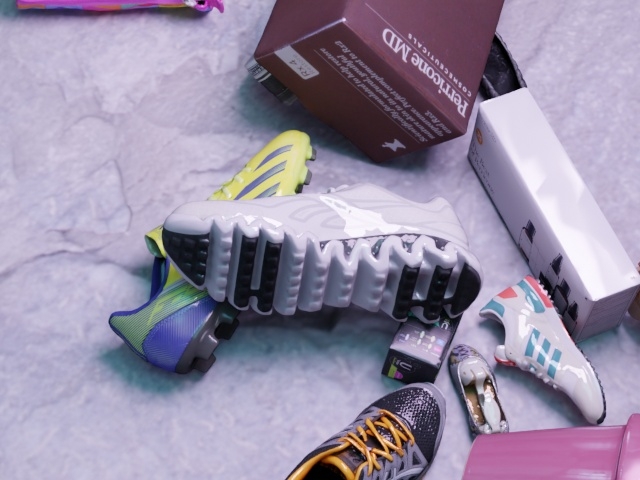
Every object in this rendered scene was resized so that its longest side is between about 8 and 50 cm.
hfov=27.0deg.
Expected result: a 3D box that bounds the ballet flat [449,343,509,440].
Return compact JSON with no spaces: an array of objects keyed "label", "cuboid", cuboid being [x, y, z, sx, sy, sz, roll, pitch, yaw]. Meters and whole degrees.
[{"label":"ballet flat","cuboid":[0.151,0.142,1.251,0.041,0.041,0.114,-11,61,-10]}]

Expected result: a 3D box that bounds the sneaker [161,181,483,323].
[{"label":"sneaker","cuboid":[0.000,0.000,1.219,0.292,0.110,0.118,7,47,-12]}]

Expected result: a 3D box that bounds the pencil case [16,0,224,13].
[{"label":"pencil case","cuboid":[-0.222,-0.295,1.441,0.237,0.104,0.104,0,60,-2]}]

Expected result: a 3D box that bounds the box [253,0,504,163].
[{"label":"box","cuboid":[0.090,-0.294,1.391,0.191,0.143,0.381,38,57,-31]}]

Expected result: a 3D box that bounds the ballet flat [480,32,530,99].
[{"label":"ballet flat","cuboid":[0.190,-0.191,1.437,0.058,0.049,0.173,-20,64,-15]}]

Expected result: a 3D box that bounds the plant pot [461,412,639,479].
[{"label":"plant pot","cuboid":[0.214,0.239,1.125,0.180,0.201,0.201,6,59,18]}]

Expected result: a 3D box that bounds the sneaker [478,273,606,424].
[{"label":"sneaker","cuboid":[0.209,0.114,1.270,0.075,0.057,0.161,-27,66,0]}]

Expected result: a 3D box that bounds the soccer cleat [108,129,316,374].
[{"label":"soccer cleat","cuboid":[-0.100,-0.007,1.284,0.121,0.093,0.289,27,63,4]}]

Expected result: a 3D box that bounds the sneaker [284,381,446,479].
[{"label":"sneaker","cuboid":[0.037,0.199,1.186,0.084,0.083,0.215,40,64,19]}]

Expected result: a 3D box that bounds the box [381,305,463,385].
[{"label":"box","cuboid":[0.099,0.090,1.263,0.052,0.062,0.083,22,61,8]}]

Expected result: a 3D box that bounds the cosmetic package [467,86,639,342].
[{"label":"cosmetic package","cuboid":[0.225,-0.026,1.318,0.061,0.099,0.239,-19,63,-14]}]

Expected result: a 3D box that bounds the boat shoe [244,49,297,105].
[{"label":"boat shoe","cuboid":[-0.001,-0.229,1.439,0.070,0.078,0.219,47,56,-16]}]

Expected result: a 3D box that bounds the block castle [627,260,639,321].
[{"label":"block castle","cuboid":[0.480,0.116,1.138,0.213,0.303,0.453,-20,63,-17]}]
